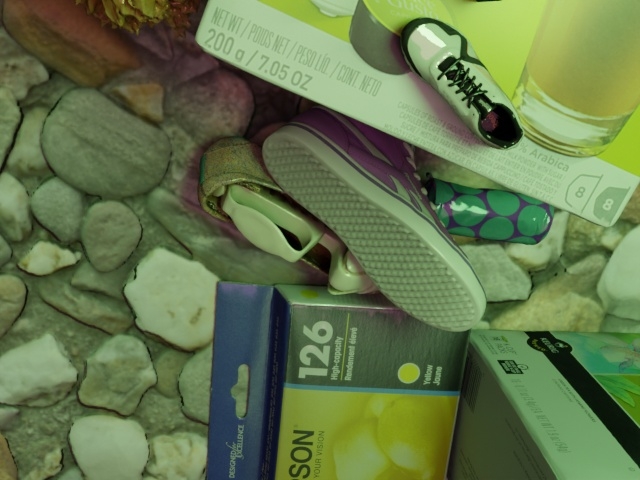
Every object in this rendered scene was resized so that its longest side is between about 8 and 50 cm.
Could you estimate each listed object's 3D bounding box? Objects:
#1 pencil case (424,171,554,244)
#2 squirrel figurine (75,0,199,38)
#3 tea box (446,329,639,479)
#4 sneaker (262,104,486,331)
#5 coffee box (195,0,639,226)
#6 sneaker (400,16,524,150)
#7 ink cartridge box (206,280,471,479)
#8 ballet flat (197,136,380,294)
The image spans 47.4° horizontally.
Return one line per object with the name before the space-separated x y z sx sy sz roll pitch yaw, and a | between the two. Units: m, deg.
pencil case | 0.188 -0.034 0.844 0.152 0.070 0.064 8 121 -8
squirrel figurine | -0.221 -0.316 0.485 0.397 0.370 0.281 25 130 -24
tea box | 0.343 0.265 0.823 0.324 0.329 0.219 3 108 -7
sneaker | 0.090 -0.045 0.768 0.282 0.161 0.102 47 139 4
coffee box | 0.117 -0.264 0.618 0.338 0.338 0.334 22 105 -12
sneaker | 0.095 -0.101 0.470 0.109 0.043 0.040 42 104 -15
ink cartridge box | 0.017 0.207 0.914 0.307 0.072 0.303 3 109 -8
ballet flat | 0.000 0.000 0.816 0.316 0.106 0.107 26 126 -11
